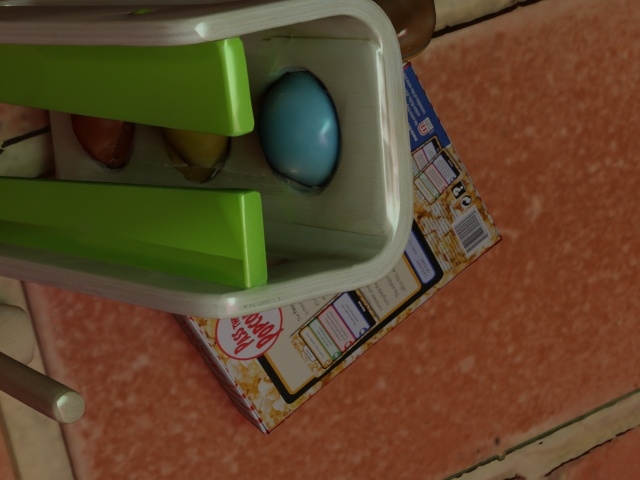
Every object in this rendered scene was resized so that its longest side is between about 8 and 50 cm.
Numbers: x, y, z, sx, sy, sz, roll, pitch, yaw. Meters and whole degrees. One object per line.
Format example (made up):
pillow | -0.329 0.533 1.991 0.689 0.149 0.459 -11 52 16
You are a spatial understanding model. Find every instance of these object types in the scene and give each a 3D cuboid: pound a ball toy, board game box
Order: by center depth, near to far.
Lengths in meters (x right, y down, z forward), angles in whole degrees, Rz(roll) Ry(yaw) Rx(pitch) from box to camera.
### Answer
pound a ball toy | -0.094 -0.015 0.856 0.136 0.319 0.208 -15 104 -38
board game box | 0.000 0.000 1.050 0.193 0.045 0.146 -39 124 -12

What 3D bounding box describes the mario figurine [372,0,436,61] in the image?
mario figurine | -0.046 -0.217 0.857 0.198 0.170 0.320 -23 126 -5
